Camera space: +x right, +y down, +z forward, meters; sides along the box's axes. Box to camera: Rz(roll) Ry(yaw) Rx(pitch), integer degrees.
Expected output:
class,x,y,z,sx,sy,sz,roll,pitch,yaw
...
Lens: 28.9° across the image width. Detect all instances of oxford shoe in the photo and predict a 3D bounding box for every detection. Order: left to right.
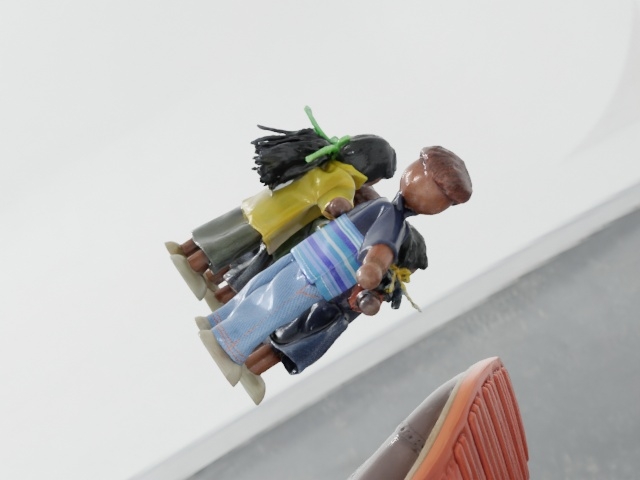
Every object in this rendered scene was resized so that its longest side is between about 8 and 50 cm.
class,x,y,z,sx,sy,sz,roll,pitch,yaw
oxford shoe,0.038,0.133,0.625,0.098,0.096,0.271,-11,13,27

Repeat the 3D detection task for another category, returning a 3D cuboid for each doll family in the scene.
class,x,y,z,sx,sy,sz,roll,pitch,yaw
doll family,0.000,0.000,0.496,0.111,0.076,0.193,-32,27,-2
